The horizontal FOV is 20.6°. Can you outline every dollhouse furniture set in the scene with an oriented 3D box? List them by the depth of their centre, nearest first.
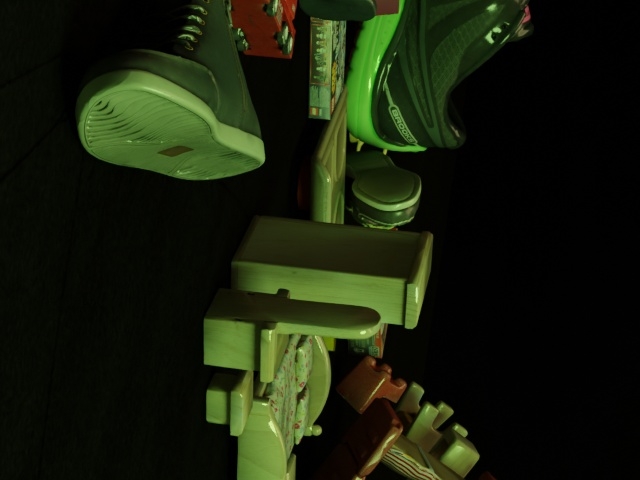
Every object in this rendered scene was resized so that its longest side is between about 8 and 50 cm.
[{"bbox_3d":[0.004,0.172,1.670,0.303,0.173,0.356,-66,160,-63],"label":"dollhouse furniture set"},{"bbox_3d":[0.091,0.285,2.292,0.152,0.201,0.374,-52,-164,6],"label":"dollhouse furniture set"}]

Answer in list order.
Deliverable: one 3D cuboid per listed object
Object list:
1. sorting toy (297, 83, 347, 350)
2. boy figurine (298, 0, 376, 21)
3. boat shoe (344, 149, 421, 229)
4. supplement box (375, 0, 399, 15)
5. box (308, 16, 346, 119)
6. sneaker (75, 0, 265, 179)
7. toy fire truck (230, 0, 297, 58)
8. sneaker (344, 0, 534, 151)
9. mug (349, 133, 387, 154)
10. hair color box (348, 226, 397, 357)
[{"bbox_3d":[0.000,0.000,2.014,0.229,0.041,0.307,-79,171,-60],"label":"sorting toy"},{"bbox_3d":[0.038,-0.361,1.823,0.177,0.092,0.285,78,23,-57],"label":"boy figurine"},{"bbox_3d":[0.071,-0.050,2.094,0.228,0.081,0.069,-125,-152,-70],"label":"boat shoe"},{"bbox_3d":[0.051,-0.285,1.972,0.083,0.055,0.043,-122,-151,-57],"label":"supplement box"},{"bbox_3d":[0.008,-0.213,1.930,0.094,0.027,0.137,-68,162,-60],"label":"box"},{"bbox_3d":[-0.105,-0.112,1.121,0.222,0.083,0.118,29,49,-74],"label":"sneaker"},{"bbox_3d":[-0.042,-0.229,1.502,0.192,0.047,0.135,64,32,-73],"label":"toy fire truck"},{"bbox_3d":[0.175,-0.327,2.117,0.185,0.202,0.483,-74,-178,-65],"label":"sneaker"},{"bbox_3d":[0.073,-0.148,2.295,0.062,0.064,0.078,-66,160,-68],"label":"mug"},{"bbox_3d":[0.075,0.072,2.510,0.093,0.053,0.167,85,14,-55],"label":"hair color box"}]
